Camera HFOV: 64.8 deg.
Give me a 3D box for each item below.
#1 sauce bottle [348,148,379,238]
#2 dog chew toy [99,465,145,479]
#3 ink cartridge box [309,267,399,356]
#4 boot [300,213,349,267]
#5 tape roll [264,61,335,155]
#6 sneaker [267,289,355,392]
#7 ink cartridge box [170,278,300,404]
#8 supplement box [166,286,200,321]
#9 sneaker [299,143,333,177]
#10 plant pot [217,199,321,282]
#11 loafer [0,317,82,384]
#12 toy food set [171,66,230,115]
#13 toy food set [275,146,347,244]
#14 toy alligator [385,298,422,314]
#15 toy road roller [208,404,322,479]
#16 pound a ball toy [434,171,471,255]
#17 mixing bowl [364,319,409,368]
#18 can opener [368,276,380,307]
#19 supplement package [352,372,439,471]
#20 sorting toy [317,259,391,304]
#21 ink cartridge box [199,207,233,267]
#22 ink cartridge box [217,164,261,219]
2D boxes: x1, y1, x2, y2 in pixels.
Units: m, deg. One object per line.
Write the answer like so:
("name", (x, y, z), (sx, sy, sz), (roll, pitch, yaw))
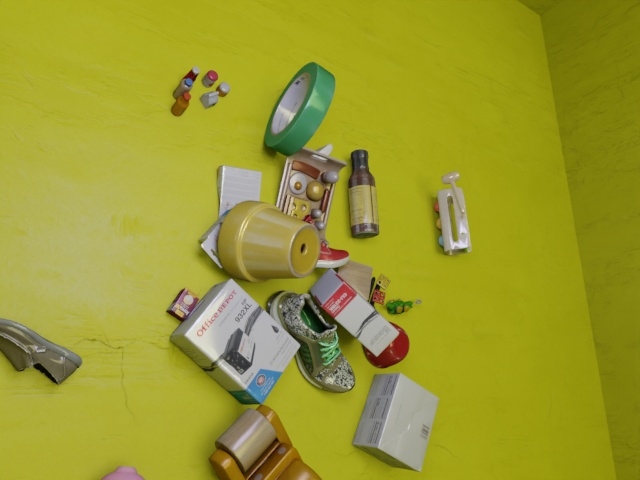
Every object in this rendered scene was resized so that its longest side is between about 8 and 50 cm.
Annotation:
("sauce bottle", (0.163, -0.181, 1.944), (0.112, 0.111, 0.344), (9, 71, -33))
("dog chew toy", (-0.483, 0.703, 1.163), (0.207, 0.207, 0.331), (21, 57, -29))
("ink cartridge box", (0.110, 0.238, 1.695), (0.273, 0.197, 0.114), (43, 89, -16))
("boot", (0.000, 0.000, 1.734), (0.244, 0.088, 0.176), (1, 104, -28))
("tape roll", (-0.075, -0.446, 1.720), (0.077, 0.321, 0.321), (26, 62, -28))
("sneaker", (-0.002, 0.330, 1.624), (0.410, 0.182, 0.158), (53, 54, -10))
("ink cartridge box", (-0.247, 0.300, 1.491), (0.307, 0.129, 0.223), (47, 55, -15))
("supplement box", (-0.400, 0.186, 1.470), (0.055, 0.043, 0.083), (40, 57, -20))
("sneaker", (-0.015, -0.272, 1.873), (0.212, 0.080, 0.094), (-48, 110, -25))
("plant pot", (-0.139, 0.014, 1.531), (0.254, 0.239, 0.253), (-19, 113, -54))
("loafer", (-0.700, 0.265, 1.199), (0.251, 0.094, 0.087), (36, 54, -22))
("toy food set", (-0.388, -0.501, 1.648), (0.232, 0.105, 0.111), (-33, 96, -37))
("toy food set", (-0.030, -0.156, 1.770), (0.220, 0.092, 0.305), (15, 85, -31))
("toy alligator", (0.321, 0.262, 1.964), (0.190, 0.056, 0.051), (1, 118, -37))
("toy road roller", (-0.122, 0.640, 1.376), (0.202, 0.241, 0.329), (-40, 118, -37))
("pound a ball toy", (0.557, -0.111, 2.168), (0.208, 0.136, 0.319), (31, 52, -67))
("mixing bowl", (0.260, 0.376, 1.840), (0.182, 0.098, 0.181), (9, 76, -38))
("can opener", (0.185, 0.219, 1.878), (0.059, 0.073, 0.186), (9, 66, 12))
("supplement package", (0.264, 0.626, 1.748), (0.204, 0.145, 0.261), (37, 58, -21))
("sorting toy", (0.123, 0.148, 1.841), (0.275, 0.046, 0.132), (17, 65, -15))
("ink cartridge box", (-0.302, -0.005, 1.580), (0.104, 0.060, 0.180), (53, 53, -22))
("ink cartridge box", (-0.273, -0.151, 1.678), (0.146, 0.045, 0.179), (6, 91, -35))
